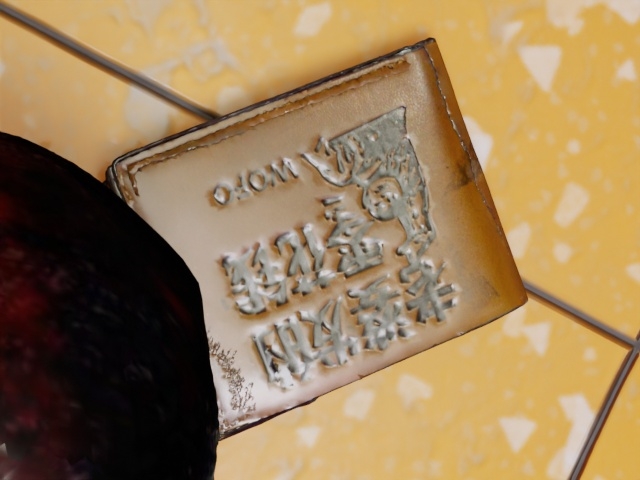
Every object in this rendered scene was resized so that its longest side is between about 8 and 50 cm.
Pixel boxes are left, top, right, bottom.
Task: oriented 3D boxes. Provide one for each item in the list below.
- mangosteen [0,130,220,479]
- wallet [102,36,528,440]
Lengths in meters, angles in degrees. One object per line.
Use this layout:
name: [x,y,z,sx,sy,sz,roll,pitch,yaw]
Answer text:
mangosteen: [-0.183,0.090,0.560,0.300,0.300,0.300,-1,93,-13]
wallet: [0.001,0.001,0.724,0.196,0.042,0.160,-22,97,-11]
